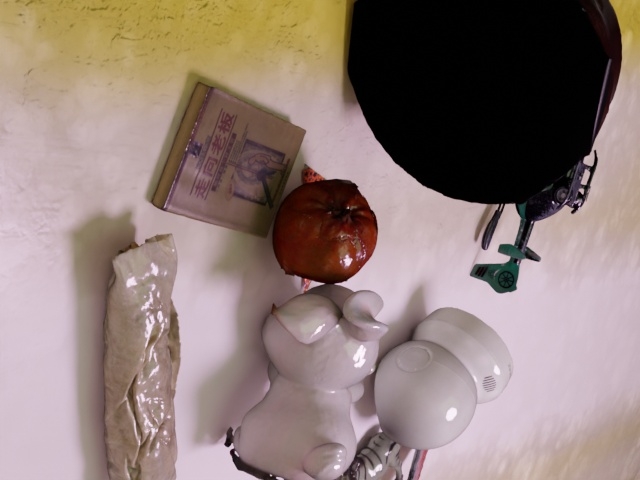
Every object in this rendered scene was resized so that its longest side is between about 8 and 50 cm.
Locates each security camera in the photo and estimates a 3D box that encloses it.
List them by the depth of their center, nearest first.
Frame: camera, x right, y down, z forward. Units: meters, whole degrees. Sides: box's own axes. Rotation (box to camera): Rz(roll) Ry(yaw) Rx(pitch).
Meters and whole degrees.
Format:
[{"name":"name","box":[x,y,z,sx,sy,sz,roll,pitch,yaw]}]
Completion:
[{"name":"security camera","box":[0.195,0.253,2.045,0.236,0.194,0.195,-45,142,-30]}]

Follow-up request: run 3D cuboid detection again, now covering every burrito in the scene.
[{"name":"burrito","box":[-0.214,0.168,1.450,0.117,0.076,0.392,-31,133,-47]}]

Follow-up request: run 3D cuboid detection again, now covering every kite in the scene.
[{"name":"kite","box":[0.011,-0.037,1.740,0.125,0.008,0.222,-34,135,-44]}]

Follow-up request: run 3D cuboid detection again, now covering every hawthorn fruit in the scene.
[{"name":"hawthorn fruit","box":[0.000,0.000,1.627,0.148,0.148,0.172,-41,171,-37]}]

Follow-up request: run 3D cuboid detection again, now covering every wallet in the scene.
[{"name":"wallet","box":[0.189,0.392,2.225,0.103,0.020,0.197,81,25,-55]}]

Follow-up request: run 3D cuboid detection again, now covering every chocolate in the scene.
[{"name":"chocolate","box":[0.273,-0.266,1.683,0.331,0.383,0.384,-39,139,-48]}]

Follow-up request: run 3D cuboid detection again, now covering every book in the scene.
[{"name":"book","box":[-0.108,-0.096,1.497,0.231,0.026,0.161,17,95,-59]}]

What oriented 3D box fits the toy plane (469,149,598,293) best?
[{"name":"toy plane","box":[0.395,-0.080,2.178,0.106,0.155,0.382,6,102,-59]}]

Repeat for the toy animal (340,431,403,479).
[{"name":"toy animal","box":[0.087,0.394,2.074,0.217,0.073,0.176,-47,144,-39]}]

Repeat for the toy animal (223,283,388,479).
[{"name":"toy animal","box":[-0.007,0.188,1.669,0.247,0.182,0.310,-86,-166,-79]}]
